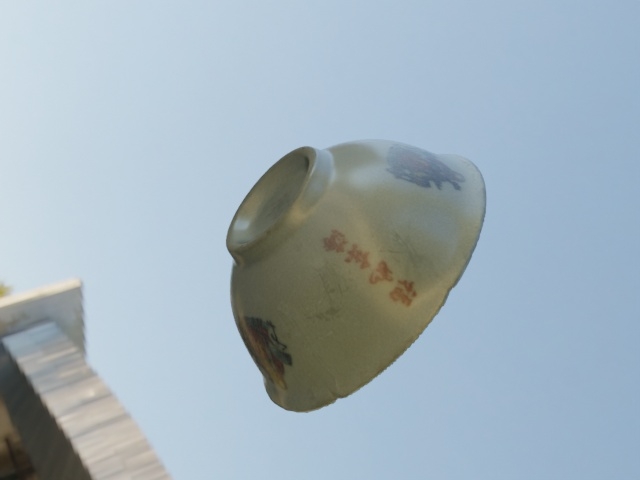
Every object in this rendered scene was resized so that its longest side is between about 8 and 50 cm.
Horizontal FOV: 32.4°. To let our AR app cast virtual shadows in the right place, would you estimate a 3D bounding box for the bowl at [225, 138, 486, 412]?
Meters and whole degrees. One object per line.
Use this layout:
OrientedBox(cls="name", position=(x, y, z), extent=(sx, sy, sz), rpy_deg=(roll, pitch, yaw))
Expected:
OrientedBox(cls="bowl", position=(0.000, 0.000, 1.499), extent=(0.196, 0.434, 0.435), rpy_deg=(39, -15, -23))
